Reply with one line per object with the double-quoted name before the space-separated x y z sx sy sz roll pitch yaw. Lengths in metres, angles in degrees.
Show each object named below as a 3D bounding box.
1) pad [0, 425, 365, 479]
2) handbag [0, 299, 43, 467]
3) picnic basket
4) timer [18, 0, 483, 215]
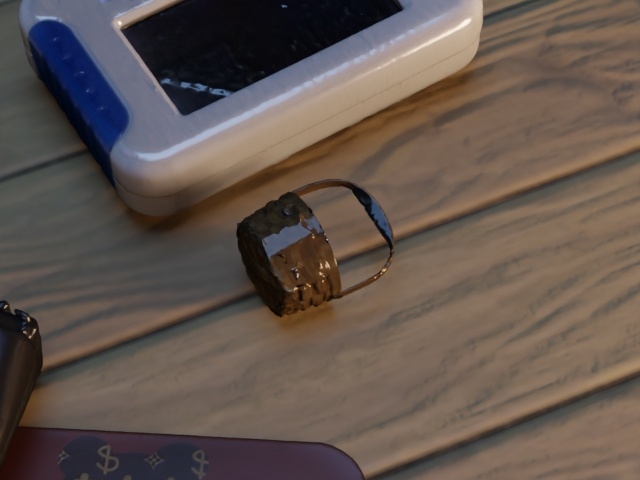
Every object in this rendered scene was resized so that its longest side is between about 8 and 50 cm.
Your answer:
"pad" -0.112 0.176 0.881 0.267 0.004 0.181 3 54 3
"handbag" -0.282 0.122 0.882 0.223 0.080 0.247 15 55 5
"picnic basket" 0.000 0.000 0.971 0.083 0.072 0.072 -24 56 -17
"timer" -0.043 -0.128 1.061 0.253 0.078 0.178 -27 60 -16
